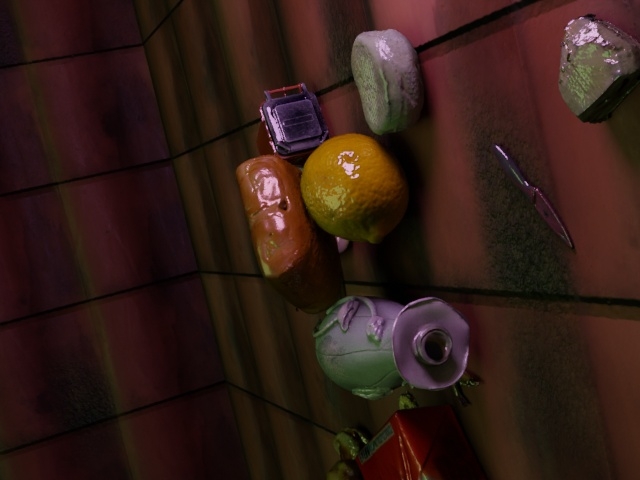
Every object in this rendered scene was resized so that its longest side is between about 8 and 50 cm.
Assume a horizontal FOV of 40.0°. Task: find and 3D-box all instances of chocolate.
[{"bbox_3d":[0.250,0.583,2.031,0.341,0.161,0.360,65,155,23],"label":"chocolate"}]

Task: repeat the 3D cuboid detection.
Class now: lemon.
[{"bbox_3d":[0.080,-0.109,1.912,0.253,0.228,0.228,47,146,32],"label":"lemon"}]

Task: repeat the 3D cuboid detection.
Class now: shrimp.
[{"bbox_3d":[0.312,0.316,1.891,0.127,0.025,0.091,170,85,-72],"label":"shrimp"}]

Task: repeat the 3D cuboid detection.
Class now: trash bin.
[{"bbox_3d":[-0.089,-0.281,2.299,0.238,0.161,0.185,135,117,-69],"label":"trash bin"}]

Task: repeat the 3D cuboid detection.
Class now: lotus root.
[{"bbox_3d":[0.391,-0.254,1.277,0.144,0.070,0.143,63,155,27],"label":"lotus root"}]

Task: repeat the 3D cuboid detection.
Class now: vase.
[{"bbox_3d":[0.150,0.230,1.952,0.445,0.249,0.250,-16,89,68],"label":"vase"}]

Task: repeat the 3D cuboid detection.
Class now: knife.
[{"bbox_3d":[0.368,-0.082,1.521,0.247,0.018,0.035,58,150,30],"label":"knife"}]

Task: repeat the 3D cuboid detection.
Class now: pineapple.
[{"bbox_3d":[0.215,0.400,2.189,0.045,0.019,0.083,65,156,9],"label":"pineapple"}]

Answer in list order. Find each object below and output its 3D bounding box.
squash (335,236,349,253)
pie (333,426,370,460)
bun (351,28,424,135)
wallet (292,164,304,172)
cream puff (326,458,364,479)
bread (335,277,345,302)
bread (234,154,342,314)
[{"bbox_3d":[0.000,0.000,2.315,0.186,0.123,0.123,145,109,-69],"label":"squash"},{"bbox_3d":[0.106,0.633,2.508,0.205,0.084,0.179,62,155,22],"label":"pie"},{"bbox_3d":[0.142,-0.327,1.784,0.221,0.108,0.221,164,90,-76],"label":"bun"},{"bbox_3d":[-0.043,-0.125,2.338,0.032,0.124,0.183,-88,5,-45],"label":"wallet"},{"bbox_3d":[0.111,0.699,2.287,0.185,0.281,0.282,-59,43,22],"label":"cream puff"},{"bbox_3d":[0.031,0.120,2.423,0.094,0.035,0.090,20,122,63],"label":"bread"},{"bbox_3d":[-0.052,-0.010,2.031,0.337,0.148,0.328,47,-158,-57],"label":"bread"}]
